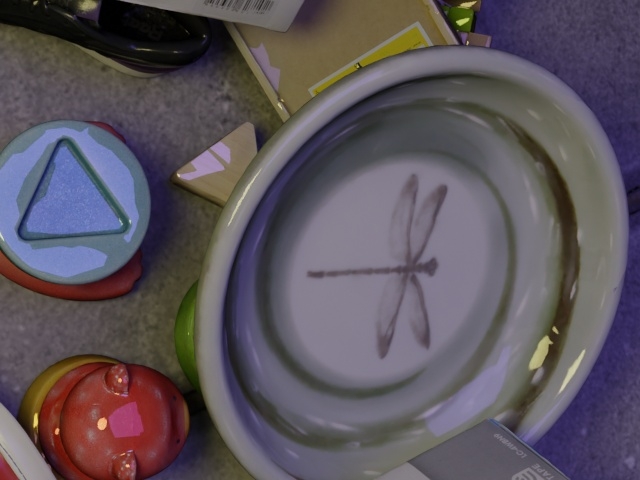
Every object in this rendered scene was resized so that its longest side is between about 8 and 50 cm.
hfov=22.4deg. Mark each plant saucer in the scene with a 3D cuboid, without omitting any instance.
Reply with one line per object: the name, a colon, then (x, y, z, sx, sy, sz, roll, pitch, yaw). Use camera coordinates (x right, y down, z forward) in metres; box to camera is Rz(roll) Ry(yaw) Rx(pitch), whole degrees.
plant saucer: (0.065, 0.029, 1.317, 0.401, 0.100, 0.400, -11, 114, -27)

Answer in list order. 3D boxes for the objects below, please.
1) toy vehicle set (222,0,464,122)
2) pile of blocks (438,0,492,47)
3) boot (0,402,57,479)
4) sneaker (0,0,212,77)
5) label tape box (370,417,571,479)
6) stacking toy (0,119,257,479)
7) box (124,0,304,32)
toy vehicle set: (0.052, -0.126, 1.402, 0.166, 0.035, 0.266, -30, 98, 14)
pile of blocks: (0.076, -0.273, 1.467, 0.149, 0.112, 0.362, -14, 93, 8)
boot: (-0.326, 0.167, 1.219, 0.244, 0.088, 0.176, 45, 65, -3)
sneaker: (-0.218, -0.213, 1.302, 0.283, 0.124, 0.107, 16, 90, -22)
label tape box: (0.033, 0.324, 1.282, 0.348, 0.115, 0.249, -22, 129, -26)
stacking toy: (-0.123, 0.035, 1.304, 0.280, 0.130, 0.308, -16, 88, -23)
box: (-0.145, -0.322, 1.333, 0.232, 0.058, 0.322, 7, 50, -25)
